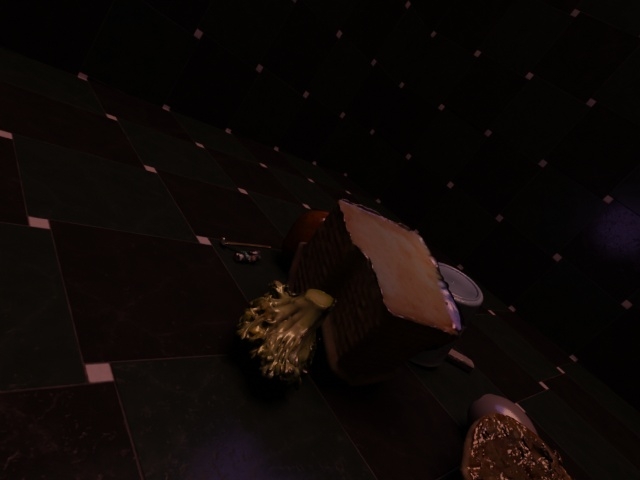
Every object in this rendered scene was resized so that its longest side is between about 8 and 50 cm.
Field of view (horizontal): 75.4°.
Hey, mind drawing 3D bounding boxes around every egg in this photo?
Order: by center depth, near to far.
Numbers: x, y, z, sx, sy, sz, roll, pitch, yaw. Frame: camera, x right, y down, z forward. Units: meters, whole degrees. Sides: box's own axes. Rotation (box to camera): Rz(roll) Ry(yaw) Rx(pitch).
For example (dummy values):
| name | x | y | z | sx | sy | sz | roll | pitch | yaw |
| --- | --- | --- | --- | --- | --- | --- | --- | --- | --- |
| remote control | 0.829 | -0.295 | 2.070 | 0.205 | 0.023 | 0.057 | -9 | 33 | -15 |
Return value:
| name | x | y | z | sx | sy | sz | roll | pitch | yaw |
| --- | --- | --- | --- | --- | --- | --- | --- | --- | --- |
| egg | 0.553 | 0.581 | 1.242 | 0.176 | 0.176 | 0.232 | 11 | 28 | -48 |

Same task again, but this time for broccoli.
| name | x | y | z | sx | sy | sz | roll | pitch | yaw |
| --- | --- | --- | --- | --- | --- | --- | --- | --- | --- |
| broccoli | -0.081 | 0.212 | 1.041 | 0.248 | 0.245 | 0.288 | 21 | 20 | -49 |

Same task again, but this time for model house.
| name | x | y | z | sx | sy | sz | roll | pitch | yaw |
| --- | --- | --- | --- | --- | --- | --- | --- | --- | --- |
| model house | 0.134 | 0.191 | 1.268 | 0.395 | 0.400 | 0.445 | 21 | 35 | -34 |

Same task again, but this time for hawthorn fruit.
| name | x | y | z | sx | sy | sz | roll | pitch | yaw |
| --- | --- | --- | --- | --- | --- | --- | --- | --- | --- |
| hawthorn fruit | 0.000 | 0.000 | 1.630 | 0.268 | 0.300 | 0.268 | 22 | -4 | 2 |

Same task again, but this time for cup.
| name | x | y | z | sx | sy | sz | roll | pitch | yaw |
| --- | --- | --- | --- | --- | --- | --- | --- | --- | --- |
| cup | 0.388 | 0.259 | 1.530 | 0.331 | 0.311 | 0.256 | 12 | 29 | -21 |

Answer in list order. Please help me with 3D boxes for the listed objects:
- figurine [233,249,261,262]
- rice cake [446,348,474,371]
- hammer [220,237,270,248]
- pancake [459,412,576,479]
| name | x | y | z | sx | sy | sz | roll | pitch | yaw |
| --- | --- | --- | --- | --- | --- | --- | --- | --- | --- |
| figurine | -0.261 | 0.056 | 1.477 | 0.060 | 0.047 | 0.106 | -7 | -4 | 40 |
| rice cake | 0.518 | 0.460 | 1.701 | 0.270 | 0.049 | 0.055 | 30 | 37 | -6 |
| hammer | -0.271 | 0.018 | 1.497 | 0.182 | 0.017 | 0.062 | 6 | 26 | -9 |
| pancake | 0.502 | 0.630 | 1.010 | 0.382 | 0.071 | 0.382 | 16 | 46 | -17 |
